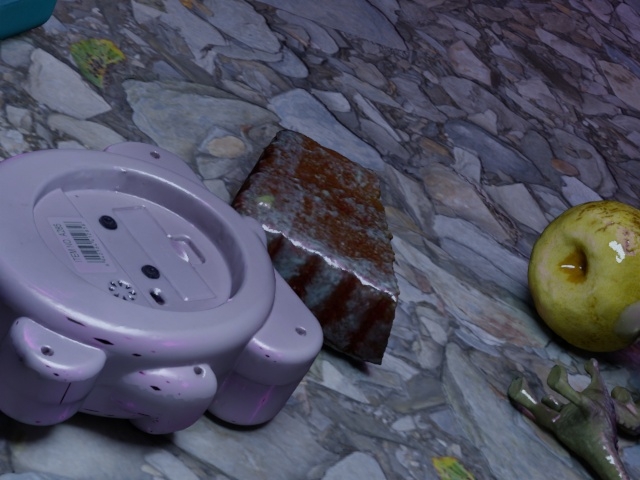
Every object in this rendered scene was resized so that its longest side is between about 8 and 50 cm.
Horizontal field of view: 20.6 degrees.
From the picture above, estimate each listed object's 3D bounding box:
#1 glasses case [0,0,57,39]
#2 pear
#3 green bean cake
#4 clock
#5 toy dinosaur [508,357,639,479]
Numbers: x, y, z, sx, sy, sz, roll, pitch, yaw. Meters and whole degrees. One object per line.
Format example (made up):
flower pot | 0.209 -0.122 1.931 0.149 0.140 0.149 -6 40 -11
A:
glasses case | -0.390 -0.227 1.746 0.117 0.070 0.301 33 29 13
pear | 0.319 0.040 1.940 0.178 0.178 0.178 25 29 -15
green bean cake | 0.000 0.000 1.748 0.198 0.097 0.233 28 28 -6
clock | -0.182 0.037 1.492 0.322 0.113 0.295 -6 47 -48
toy dinosaur | 0.290 0.202 1.761 0.199 0.072 0.251 35 17 -18
